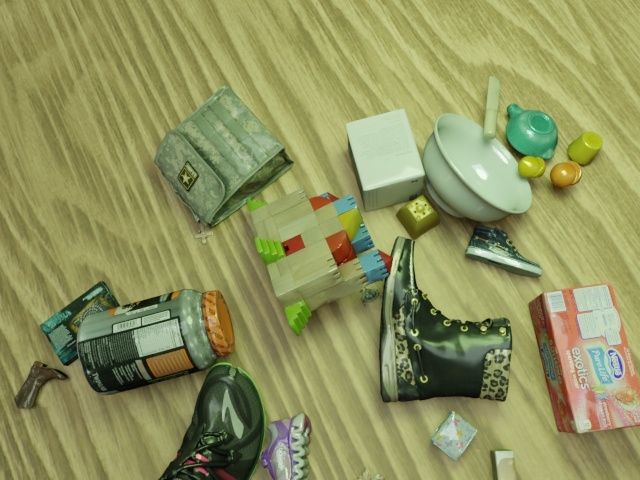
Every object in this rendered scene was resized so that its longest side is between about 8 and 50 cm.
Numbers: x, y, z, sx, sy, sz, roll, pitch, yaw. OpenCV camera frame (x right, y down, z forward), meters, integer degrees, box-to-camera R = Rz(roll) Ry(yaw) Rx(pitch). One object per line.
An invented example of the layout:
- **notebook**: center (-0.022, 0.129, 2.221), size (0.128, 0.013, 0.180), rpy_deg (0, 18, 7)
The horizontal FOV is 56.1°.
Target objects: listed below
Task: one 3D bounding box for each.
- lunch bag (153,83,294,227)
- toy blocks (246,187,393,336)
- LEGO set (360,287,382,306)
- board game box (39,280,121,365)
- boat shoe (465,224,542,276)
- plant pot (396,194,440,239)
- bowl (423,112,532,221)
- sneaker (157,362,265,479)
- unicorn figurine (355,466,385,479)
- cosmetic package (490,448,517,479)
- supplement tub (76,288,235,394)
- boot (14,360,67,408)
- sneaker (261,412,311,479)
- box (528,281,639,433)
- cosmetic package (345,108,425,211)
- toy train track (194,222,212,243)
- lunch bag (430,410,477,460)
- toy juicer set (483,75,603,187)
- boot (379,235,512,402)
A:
- **lunch bag**: center (-0.257, -0.202, 1.512), size (0.287, 0.169, 0.235), rpy_deg (-41, 78, 1)
- **toy blocks**: center (0.000, 0.000, 1.390), size (0.261, 0.190, 0.381), rpy_deg (-25, 46, 2)
- **LEGO set**: center (0.123, 0.120, 1.452), size (0.054, 0.023, 0.083), rpy_deg (3, 74, 6)
- **board game box**: center (-0.585, 0.204, 1.490), size (0.186, 0.026, 0.126), rpy_deg (-36, 73, -6)
- **boat shoe**: center (0.445, 0.024, 1.430), size (0.183, 0.065, 0.083), rpy_deg (19, 77, 11)
- **plant pot**: center (0.240, -0.065, 1.466), size (0.082, 0.083, 0.081), rpy_deg (-33, 74, -4)
- **bowl**: center (0.346, -0.148, 1.426), size (0.298, 0.134, 0.297), rpy_deg (23, 44, -23)
- **sneaker**: center (-0.244, 0.503, 1.278), size (0.185, 0.202, 0.482), rpy_deg (12, 75, 8)
- **unicorn figurine**: center (0.121, 0.588, 1.302), size (0.111, 0.060, 0.162), rpy_deg (-36, 58, -5)
- **cosmetic package**: center (0.397, 0.511, 1.293), size (0.041, 0.060, 0.115), rpy_deg (-4, 75, 4)
- **supplement tub**: center (-0.369, 0.225, 1.377), size (0.316, 0.193, 0.193), rpy_deg (-14, 73, 0)
- **boot**: center (-0.675, 0.359, 1.445), size (0.106, 0.037, 0.114), rpy_deg (15, 72, 23)
- **sneaker**: center (-0.081, 0.503, 1.328), size (0.105, 0.095, 0.236), rpy_deg (-2, 68, 12)
- **box**: center (0.576, 0.256, 1.309), size (0.154, 0.142, 0.299), rpy_deg (-9, 73, 2)
- **cosmetic package**: center (0.157, -0.194, 1.476), size (0.152, 0.151, 0.183), rpy_deg (-14, 72, 2)
- **toy train track**: center (-0.304, -0.032, 1.541), size (0.048, 0.014, 0.083), rpy_deg (-13, 72, 1)
- **lunch bag**: center (0.293, 0.433, 1.330), size (0.071, 0.053, 0.083), rpy_deg (37, 70, 12)
- **toy juicer set**: center (0.510, -0.243, 1.483), size (0.329, 0.089, 0.209), rpy_deg (32, 66, 7)
- **boot**: center (0.279, 0.184, 1.360), size (0.284, 0.138, 0.377), rpy_deg (3, 78, 7)
